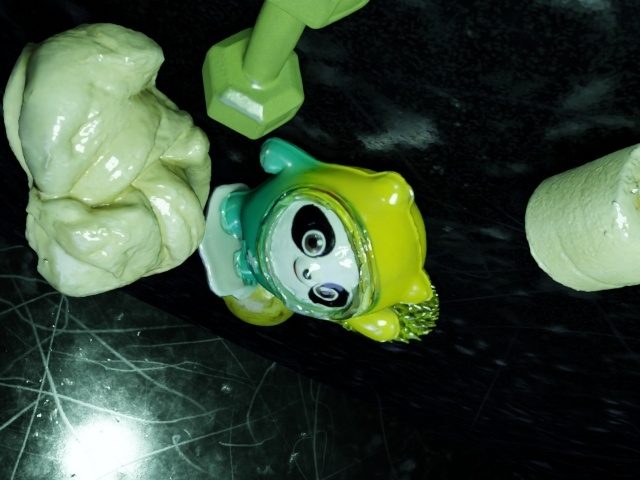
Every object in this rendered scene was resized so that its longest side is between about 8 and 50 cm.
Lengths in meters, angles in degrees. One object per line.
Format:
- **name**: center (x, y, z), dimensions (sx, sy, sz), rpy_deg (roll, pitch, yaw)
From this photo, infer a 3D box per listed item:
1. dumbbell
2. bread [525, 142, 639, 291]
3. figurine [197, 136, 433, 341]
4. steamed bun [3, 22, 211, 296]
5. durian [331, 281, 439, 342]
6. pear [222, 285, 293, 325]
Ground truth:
- **dumbbell**: center (-0.041, -0.208, 0.588), dimensions (0.108, 0.121, 0.302), rpy_deg (54, 156, 1)
- **bread**: center (0.320, -0.020, 0.641), dimensions (0.148, 0.133, 0.141), rpy_deg (16, 162, -20)
- **figurine**: center (0.000, 0.000, 0.898), dimensions (0.340, 0.231, 0.323), rpy_deg (2, 114, 34)
- **steamed bun**: center (-0.264, -0.093, 0.801), dimensions (0.231, 0.372, 0.324), rpy_deg (1, -161, -6)
- **durian**: center (0.069, 0.086, 1.115), dimensions (0.356, 0.157, 0.169), rpy_deg (26, 175, -8)
- **pear**: center (-0.113, 0.081, 1.239), dimensions (0.200, 0.200, 0.200), rpy_deg (19, 158, 8)
